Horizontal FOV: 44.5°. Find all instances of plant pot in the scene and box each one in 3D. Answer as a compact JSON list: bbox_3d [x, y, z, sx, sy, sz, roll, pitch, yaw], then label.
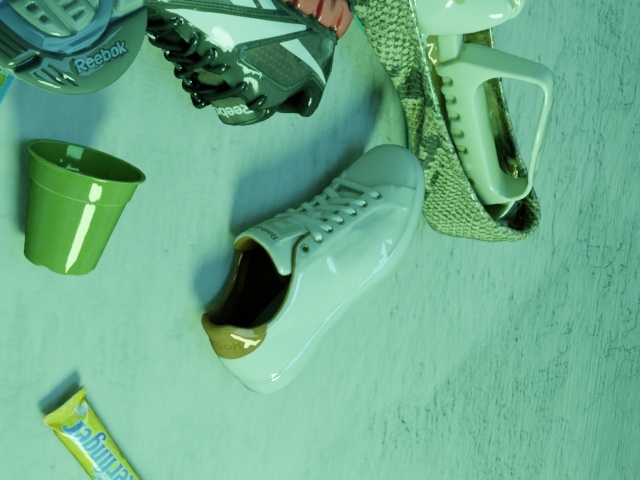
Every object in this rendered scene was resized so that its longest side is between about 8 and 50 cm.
[{"bbox_3d":[-0.176,-0.020,0.555,0.083,0.083,0.079,4,110,-50],"label":"plant pot"}]

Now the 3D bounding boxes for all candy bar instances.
[{"bbox_3d":[-0.180,0.186,0.656,0.040,0.018,0.162,-45,131,-31],"label":"candy bar"}]

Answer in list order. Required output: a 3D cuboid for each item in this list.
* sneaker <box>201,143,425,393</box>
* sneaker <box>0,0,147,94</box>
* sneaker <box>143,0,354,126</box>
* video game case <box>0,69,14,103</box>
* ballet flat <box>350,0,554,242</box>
[{"bbox_3d":[0.000,0.000,0.735,0.290,0.105,0.123,-55,139,-20],"label":"sneaker"},{"bbox_3d":[-0.223,-0.185,0.397,0.111,0.129,0.297,-45,108,-20],"label":"sneaker"},{"bbox_3d":[-0.080,-0.160,0.596,0.276,0.097,0.135,5,96,-51],"label":"sneaker"},{"bbox_3d":[-0.267,-0.111,0.459,0.166,0.015,0.119,35,74,-49],"label":"video game case"},{"bbox_3d":[0.145,-0.185,0.785,0.164,0.182,0.483,-48,134,-27],"label":"ballet flat"}]
